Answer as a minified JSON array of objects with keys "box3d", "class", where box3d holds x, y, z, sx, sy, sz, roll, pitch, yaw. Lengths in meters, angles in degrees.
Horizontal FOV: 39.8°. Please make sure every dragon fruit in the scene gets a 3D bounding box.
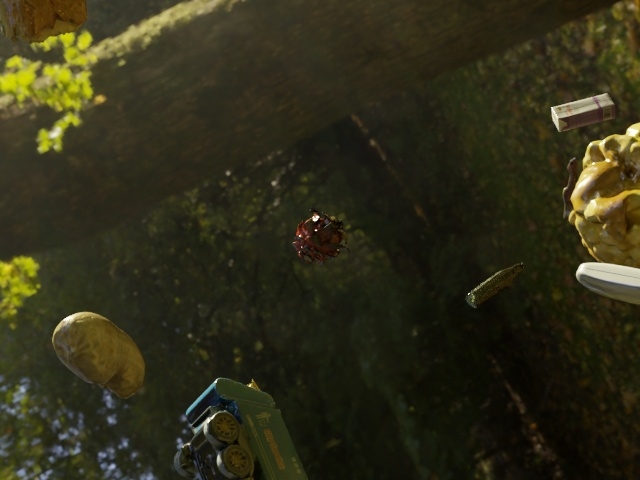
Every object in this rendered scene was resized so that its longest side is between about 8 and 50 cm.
[{"box3d":[-0.003,-0.005,2.162,0.130,0.142,0.121,27,-139,-52],"class":"dragon fruit"}]

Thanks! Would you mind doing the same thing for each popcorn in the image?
[{"box3d":[0.681,-0.088,1.932,0.381,0.349,0.349,2,125,52],"class":"popcorn"}]

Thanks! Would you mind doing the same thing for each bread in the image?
[{"box3d":[-0.361,-0.316,1.153,0.082,0.125,0.106,23,128,31],"class":"bread"}]

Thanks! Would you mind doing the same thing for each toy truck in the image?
[{"box3d":[-0.126,0.422,1.528,0.175,0.146,0.367,2,-127,-42],"class":"toy truck"}]

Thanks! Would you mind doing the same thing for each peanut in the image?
[{"box3d":[-0.451,0.241,1.833,0.253,0.122,0.137,50,-150,-55],"class":"peanut"}]

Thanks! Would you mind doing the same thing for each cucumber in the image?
[{"box3d":[0.357,0.083,1.756,0.039,0.163,0.043,55,157,14],"class":"cucumber"}]

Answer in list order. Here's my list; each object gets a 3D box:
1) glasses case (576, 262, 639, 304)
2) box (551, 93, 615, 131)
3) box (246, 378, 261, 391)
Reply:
[{"box3d":[0.540,0.078,1.545,0.193,0.049,0.074,13,158,47],"class":"glasses case"},{"box3d":[0.531,-0.259,1.790,0.051,0.117,0.036,-93,-13,-52],"class":"box"},{"box3d":[-0.147,0.420,1.965,0.129,0.033,0.247,54,150,29],"class":"box"}]
